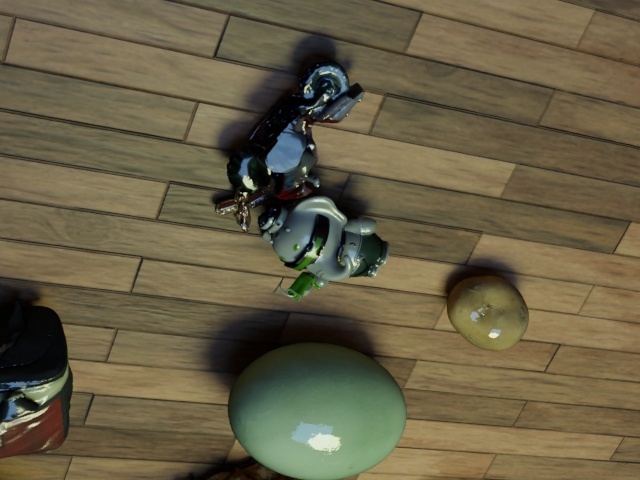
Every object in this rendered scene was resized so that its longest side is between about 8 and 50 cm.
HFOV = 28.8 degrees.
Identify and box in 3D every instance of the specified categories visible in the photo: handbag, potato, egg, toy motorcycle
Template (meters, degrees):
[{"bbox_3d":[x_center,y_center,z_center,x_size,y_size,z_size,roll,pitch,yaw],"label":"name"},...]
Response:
[{"bbox_3d":[-0.454,0.193,1.639,0.254,0.181,0.181,-6,133,-16],"label":"handbag"},{"bbox_3d":[0.257,0.115,1.903,0.147,0.112,0.112,28,112,-27],"label":"potato"},{"bbox_3d":[-0.003,0.252,1.840,0.283,0.203,0.203,7,123,-31],"label":"egg"},{"bbox_3d":[-0.022,-0.132,1.622,0.122,0.082,0.213,30,109,-36],"label":"toy motorcycle"}]

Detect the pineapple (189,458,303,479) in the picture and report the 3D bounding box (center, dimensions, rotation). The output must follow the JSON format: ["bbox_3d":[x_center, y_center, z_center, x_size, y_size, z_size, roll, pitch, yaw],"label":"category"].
[{"bbox_3d":[-0.086,0.543,1.975,0.352,0.300,0.352,-14,135,-14],"label":"pineapple"}]

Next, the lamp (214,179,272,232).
[{"bbox_3d":[-0.097,-0.056,1.686,0.063,0.031,0.083,32,105,-37],"label":"lamp"}]

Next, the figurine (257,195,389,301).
[{"bbox_3d":[0.000,0.000,1.709,0.192,0.126,0.147,22,136,-21],"label":"figurine"}]
